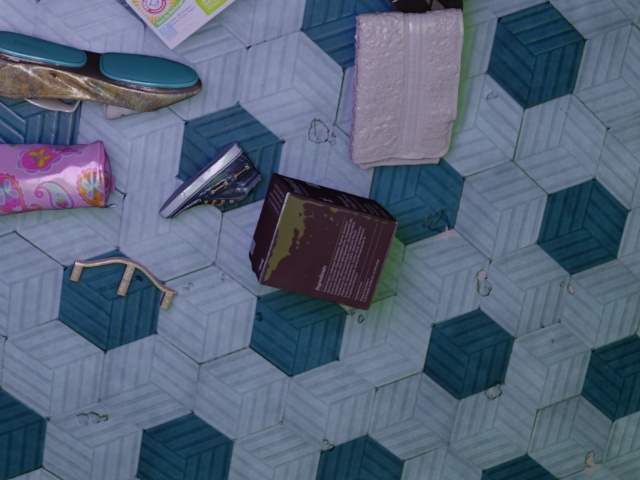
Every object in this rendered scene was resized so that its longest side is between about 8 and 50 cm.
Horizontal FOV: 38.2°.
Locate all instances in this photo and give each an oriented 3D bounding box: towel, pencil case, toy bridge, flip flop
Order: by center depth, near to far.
[{"bbox_3d":[-0.482,-0.100,1.513,0.284,0.124,0.124,-4,107,-11],"label":"pencil case"},{"bbox_3d":[0.132,-0.441,1.552,0.277,0.080,0.112,28,126,-28],"label":"flip flop"},{"bbox_3d":[0.145,-0.258,1.600,0.187,0.049,0.282,-5,120,-11],"label":"towel"},{"bbox_3d":[-0.343,0.066,1.635,0.188,0.026,0.063,19,100,-16],"label":"toy bridge"}]

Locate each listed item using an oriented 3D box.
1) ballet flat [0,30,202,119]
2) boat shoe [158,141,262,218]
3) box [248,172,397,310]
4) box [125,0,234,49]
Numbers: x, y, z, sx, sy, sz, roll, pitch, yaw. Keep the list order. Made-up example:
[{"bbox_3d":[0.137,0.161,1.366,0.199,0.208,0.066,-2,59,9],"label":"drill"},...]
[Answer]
[{"bbox_3d":[-0.372,-0.254,1.502,0.348,0.123,0.123,8,104,-14],"label":"ballet flat"},{"bbox_3d":[-0.189,-0.081,1.603,0.183,0.065,0.083,-40,108,1],"label":"boat shoe"},{"bbox_3d":[0.000,0.000,1.610,0.203,0.168,0.167,15,102,-16],"label":"box"},{"bbox_3d":[-0.199,-0.417,1.452,0.203,0.103,0.114,-35,128,13],"label":"box"}]
